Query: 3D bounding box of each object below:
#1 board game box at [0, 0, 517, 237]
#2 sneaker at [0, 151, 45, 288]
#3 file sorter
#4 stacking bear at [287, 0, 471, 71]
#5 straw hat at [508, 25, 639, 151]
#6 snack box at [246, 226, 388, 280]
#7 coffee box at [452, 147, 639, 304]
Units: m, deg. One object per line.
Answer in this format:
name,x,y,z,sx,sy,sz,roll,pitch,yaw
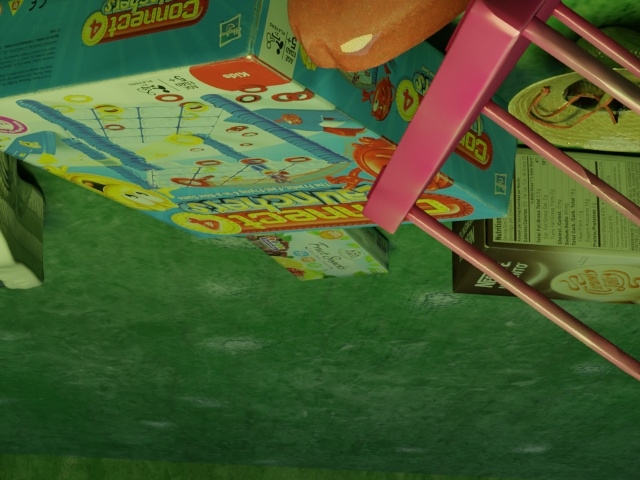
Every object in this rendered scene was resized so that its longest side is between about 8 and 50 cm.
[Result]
board game box,-0.066,-0.092,0.955,0.308,0.086,0.302,-4,161,37
sneaker,-0.329,-0.028,1.149,0.148,0.131,0.350,-1,161,-5
file sorter,0.186,-0.102,0.565,0.182,0.291,0.202,35,160,3
stacking bear,-0.017,-0.230,0.511,0.164,0.175,0.289,-30,142,12
straw hat,0.207,-0.117,0.945,0.144,0.061,0.144,6,160,2
snack box,0.000,0.000,1.338,0.100,0.037,0.141,-7,159,21
coffee box,0.250,-0.009,1.193,0.246,0.098,0.141,4,160,-5
